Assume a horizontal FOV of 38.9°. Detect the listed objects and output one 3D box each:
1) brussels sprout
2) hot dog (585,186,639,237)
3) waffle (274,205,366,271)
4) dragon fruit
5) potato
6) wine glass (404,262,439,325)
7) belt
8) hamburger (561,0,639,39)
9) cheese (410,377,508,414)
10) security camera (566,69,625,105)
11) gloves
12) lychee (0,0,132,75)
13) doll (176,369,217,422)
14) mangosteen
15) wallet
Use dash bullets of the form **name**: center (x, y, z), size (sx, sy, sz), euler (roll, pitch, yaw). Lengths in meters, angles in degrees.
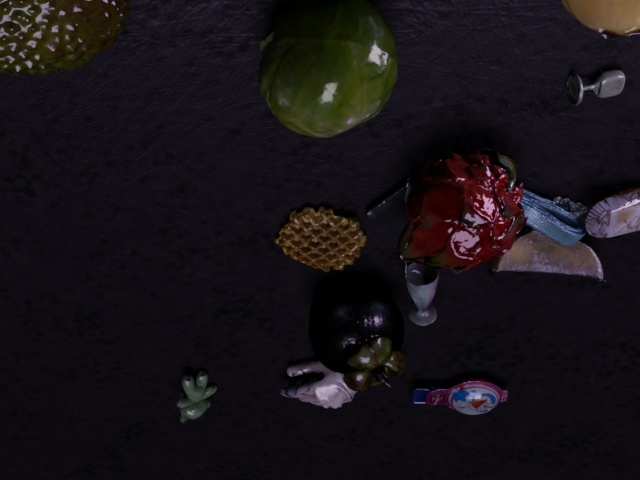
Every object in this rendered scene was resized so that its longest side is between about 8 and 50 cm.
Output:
- **brussels sprout**: center (0.005, -0.273, 1.419), size (0.244, 0.244, 0.244), euler (0, 138, 0)
- **hot dog**: center (0.601, -0.054, 1.763), size (0.192, 0.053, 0.099), euler (-15, 121, -12)
- **waffle**: center (0.004, -0.002, 1.853), size (0.191, 0.038, 0.191), euler (0, 138, 0)
- **dragon fruit**: center (0.251, -0.036, 1.678), size (0.234, 0.234, 0.293), euler (26, 123, -26)
- **potato**: center (0.454, 0.018, 1.860), size (0.261, 0.120, 0.100), euler (4, 100, -18)
- **wine glass**: center (0.223, 0.115, 1.966), size (0.073, 0.073, 0.155), euler (-5, 141, 6)
- **belt**: center (0.437, -0.060, 1.779), size (0.179, 0.100, 0.065), euler (28, 134, -8)
- **hamburger**: center (0.429, -0.420, 1.307), size (0.237, 0.149, 0.237), euler (-3, 131, -3)
- **cheese**: center (0.351, 0.395, 2.285), size (0.244, 0.062, 0.155), euler (1, 140, -1)
- **security camera**: center (0.477, -0.267, 1.560), size (0.092, 0.058, 0.058), euler (-9, 139, -9)
- **gloves**: center (-0.002, 0.355, 2.208), size (0.212, 0.111, 0.127), euler (-24, 138, 14)
- **lychee**: center (-0.388, -0.376, 1.264), size (0.270, 0.320, 0.270), euler (16, 148, 10)
- **doll**: center (-0.317, 0.381, 2.268), size (0.115, 0.077, 0.150), euler (-21, 138, -35)
- **mangosteen**: center (0.082, 0.209, 1.946), size (0.243, 0.243, 0.243), euler (0, 138, 0)
- **wallet**: center (0.236, -0.028, 1.833), size (0.285, 0.030, 0.146), euler (30, 127, -31)
